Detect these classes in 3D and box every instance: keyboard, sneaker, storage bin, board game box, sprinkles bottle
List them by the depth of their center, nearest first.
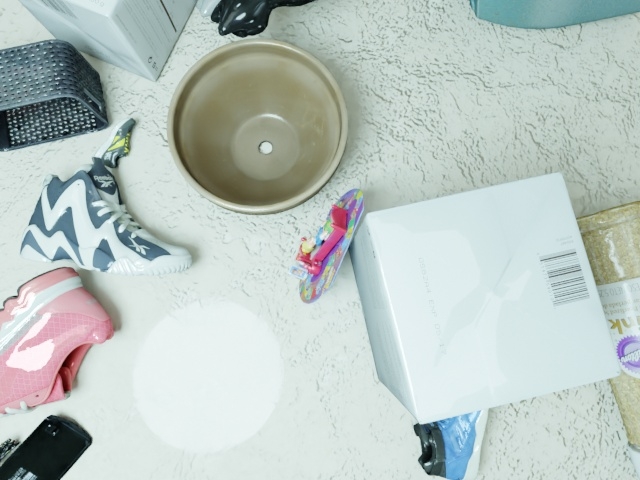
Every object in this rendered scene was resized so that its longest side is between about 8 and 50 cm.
[{"bbox_3d":[-0.405,0.185,0.631,0.136,0.116,0.314,43,86,-2],"label":"sneaker"},{"bbox_3d":[0.426,0.132,0.639,0.121,0.121,0.356,-14,82,-2],"label":"sprinkles bottle"},{"bbox_3d":[0.000,0.000,0.647,0.033,0.133,0.169,25,83,-17],"label":"board game box"},{"bbox_3d":[0.171,0.241,0.653,0.084,0.058,0.152,9,88,-8],"label":"sneaker"},{"bbox_3d":[-0.411,0.313,0.660,0.100,0.038,0.192,45,82,-18],"label":"keyboard"},{"bbox_3d":[-0.287,-0.036,0.671,0.234,0.094,0.153,7,90,11],"label":"sneaker"},{"bbox_3d":[-0.409,-0.197,0.679,0.180,0.122,0.085,-12,83,-2],"label":"storage bin"},{"bbox_3d":[-0.297,-0.143,0.722,0.035,0.031,0.083,36,87,-9],"label":"sneaker"}]

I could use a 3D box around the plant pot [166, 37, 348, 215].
[{"bbox_3d":[-0.081,-0.145,0.681,0.237,0.110,0.238,0,82,1],"label":"plant pot"}]

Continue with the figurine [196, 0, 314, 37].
[{"bbox_3d":[-0.077,-0.367,0.687,0.209,0.215,0.092,-35,128,-1],"label":"figurine"}]

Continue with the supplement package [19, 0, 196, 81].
[{"bbox_3d":[-0.273,-0.418,0.684,0.177,0.175,0.293,23,82,4],"label":"supplement package"}]

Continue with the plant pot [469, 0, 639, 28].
[{"bbox_3d":[0.321,-0.444,0.668,0.252,0.247,0.248,-14,82,16],"label":"plant pot"}]

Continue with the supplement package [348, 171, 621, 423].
[{"bbox_3d":[0.156,0.065,0.574,0.197,0.263,0.200,-12,82,-3],"label":"supplement package"}]
